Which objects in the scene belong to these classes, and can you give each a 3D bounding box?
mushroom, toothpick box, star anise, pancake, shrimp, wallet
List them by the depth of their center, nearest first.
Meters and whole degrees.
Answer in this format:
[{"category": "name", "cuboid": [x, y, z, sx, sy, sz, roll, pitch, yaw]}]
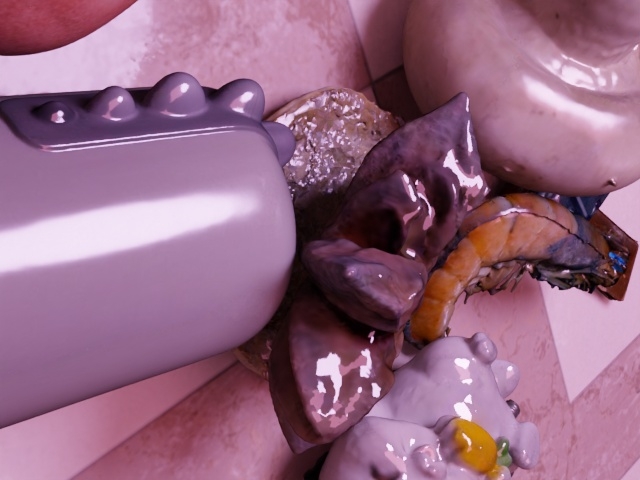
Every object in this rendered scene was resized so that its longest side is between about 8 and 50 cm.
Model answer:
[{"category": "toothpick box", "cuboid": [-0.152, -0.009, 0.657, 0.316, 0.229, 0.228, -14, 104, -40]}, {"category": "star anise", "cuboid": [0.043, 0.024, 0.764, 0.108, 0.315, 0.315, 30, 70, 4]}, {"category": "pancake", "cuboid": [0.001, 0.000, 0.898, 0.283, 0.049, 0.282, -9, 105, -39]}, {"category": "mushroom", "cuboid": [0.239, -0.201, 0.910, 0.293, 0.290, 0.292, 17, 50, -21]}, {"category": "shrimp", "cuboid": [0.203, 0.050, 1.013, 0.290, 0.054, 0.222, 9, 125, -40]}, {"category": "wallet", "cuboid": [0.339, 0.005, 1.211, 0.176, 0.026, 0.095, 32, 69, -39]}]

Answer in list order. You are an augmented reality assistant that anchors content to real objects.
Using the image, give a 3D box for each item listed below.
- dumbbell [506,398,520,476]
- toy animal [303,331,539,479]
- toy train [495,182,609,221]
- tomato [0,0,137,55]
[{"category": "dumbbell", "cuboid": [0.143, 0.272, 1.036, 0.254, 0.082, 0.081, -49, 123, -25]}, {"category": "toy animal", "cuboid": [0.087, 0.229, 0.911, 0.208, 0.154, 0.325, 35, 61, -23]}, {"category": "toy train", "cuboid": [0.350, -0.154, 1.161, 0.409, 0.089, 0.086, -49, 119, -27]}, {"category": "tomato", "cuboid": [-0.199, -0.232, 0.567, 0.256, 0.256, 0.224, 35, 92, -38]}]
